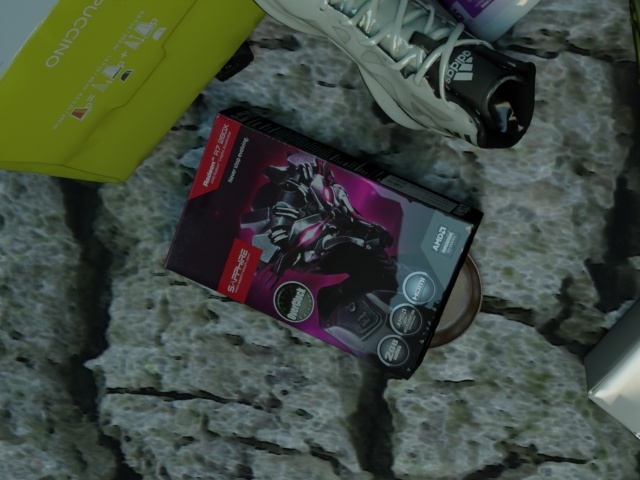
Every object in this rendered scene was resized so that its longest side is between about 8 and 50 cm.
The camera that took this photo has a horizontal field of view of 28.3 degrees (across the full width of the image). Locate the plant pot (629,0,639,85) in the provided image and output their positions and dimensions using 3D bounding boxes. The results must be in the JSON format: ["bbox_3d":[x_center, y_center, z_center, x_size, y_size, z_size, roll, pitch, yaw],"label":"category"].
[{"bbox_3d":[0.534,-0.202,1.400,0.353,0.366,0.366,-11,102,13],"label":"plant pot"}]

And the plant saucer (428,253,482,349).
[{"bbox_3d":[0.134,0.065,1.712,0.169,0.029,0.168,2,105,8],"label":"plant saucer"}]

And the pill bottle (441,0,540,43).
[{"bbox_3d":[0.157,-0.396,1.519,0.169,0.169,0.301,-43,93,17],"label":"pill bottle"}]

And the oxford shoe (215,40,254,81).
[{"bbox_3d":[-0.201,-0.231,1.679,0.227,0.083,0.096,-26,80,14],"label":"oxford shoe"}]

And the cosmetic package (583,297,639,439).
[{"bbox_3d":[0.522,0.101,1.589,0.197,0.155,0.365,40,107,-3],"label":"cosmetic package"}]

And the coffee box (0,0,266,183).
[{"bbox_3d":[-0.321,-0.303,1.484,0.337,0.338,0.334,-48,68,18],"label":"coffee box"}]

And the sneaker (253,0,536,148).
[{"bbox_3d":[0.100,-0.255,1.424,0.447,0.257,0.169,38,84,-39],"label":"sneaker"}]

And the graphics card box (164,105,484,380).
[{"bbox_3d":[0.000,0.000,1.664,0.371,0.094,0.232,25,106,9],"label":"graphics card box"}]
